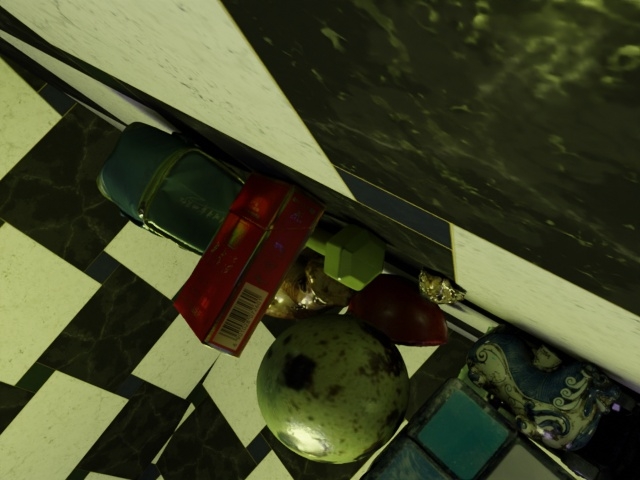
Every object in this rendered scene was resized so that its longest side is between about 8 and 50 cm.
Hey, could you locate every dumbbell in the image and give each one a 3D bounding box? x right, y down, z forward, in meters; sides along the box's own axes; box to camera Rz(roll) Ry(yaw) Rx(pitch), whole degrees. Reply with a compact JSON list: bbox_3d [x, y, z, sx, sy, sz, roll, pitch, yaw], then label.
[{"bbox_3d":[0.000,0.000,1.055,0.121,0.108,0.302,33,176,-40],"label":"dumbbell"}]

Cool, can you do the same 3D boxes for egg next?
[{"bbox_3d":[0.016,0.353,1.277,0.345,0.345,0.428,32,153,-32],"label":"egg"}]

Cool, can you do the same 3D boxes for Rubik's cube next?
[{"bbox_3d":[0.298,0.505,1.113,0.318,0.316,0.313,43,176,18],"label":"Rubik's cube"}]

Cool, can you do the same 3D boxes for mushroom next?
[{"bbox_3d":[-0.055,0.104,1.351,0.331,0.334,0.356,18,-146,-47],"label":"mushroom"}]

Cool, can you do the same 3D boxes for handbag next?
[{"bbox_3d":[-0.304,-0.109,1.112,0.241,0.222,0.263,27,172,39],"label":"handbag"}]

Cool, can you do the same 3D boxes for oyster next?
[{"bbox_3d":[0.228,0.097,1.026,0.103,0.051,0.148,20,161,32],"label":"oyster"}]

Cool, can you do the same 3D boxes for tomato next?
[{"bbox_3d":[0.221,0.188,1.507,0.290,0.176,0.335,10,179,-9],"label":"tomato"}]

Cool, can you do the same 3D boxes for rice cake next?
[{"bbox_3d":[0.447,0.343,1.406,0.124,0.211,0.038,32,173,-12],"label":"rice cake"}]

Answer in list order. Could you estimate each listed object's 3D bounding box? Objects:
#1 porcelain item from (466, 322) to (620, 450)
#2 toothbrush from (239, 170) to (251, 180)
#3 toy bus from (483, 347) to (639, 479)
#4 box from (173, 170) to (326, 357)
[{"bbox_3d":[0.430,0.277,1.054,0.138,0.186,0.288,34,-173,-37],"label":"porcelain item"},{"bbox_3d":[-0.091,-0.094,1.207,0.269,0.021,0.027,34,-173,-48],"label":"toothbrush"},{"bbox_3d":[0.630,0.438,1.229,0.249,0.209,0.440,32,176,-26],"label":"toy bus"},{"bbox_3d":[-0.140,0.033,0.980,0.089,0.313,0.197,32,176,-31],"label":"box"}]
